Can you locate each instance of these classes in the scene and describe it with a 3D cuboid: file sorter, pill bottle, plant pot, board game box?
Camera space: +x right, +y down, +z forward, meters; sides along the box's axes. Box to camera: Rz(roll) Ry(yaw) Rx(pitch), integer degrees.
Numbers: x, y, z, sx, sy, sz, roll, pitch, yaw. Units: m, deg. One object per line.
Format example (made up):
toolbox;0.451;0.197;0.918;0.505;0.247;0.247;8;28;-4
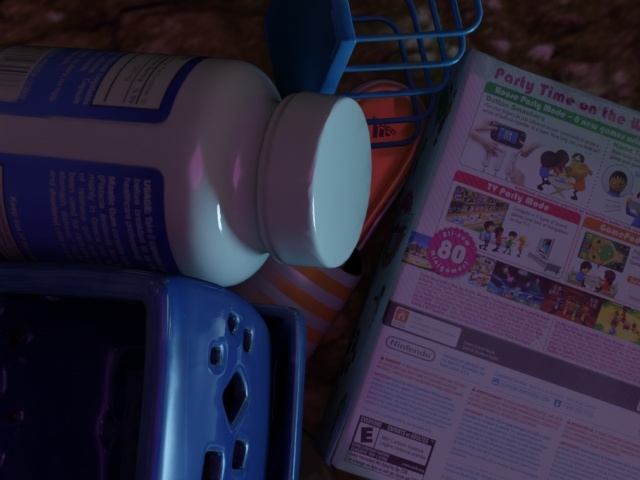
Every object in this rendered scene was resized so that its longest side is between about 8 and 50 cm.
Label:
file sorter;0.033;-0.146;1.228;0.104;0.170;0.118;-4;67;-15
pill bottle;-0.111;-0.048;1.185;0.272;0.152;0.152;6;88;20
plant pot;-0.138;0.136;1.170;0.236;0.212;0.236;2;88;32
board game box;0.151;0.046;1.260;0.224;0.097;0.303;20;88;-6

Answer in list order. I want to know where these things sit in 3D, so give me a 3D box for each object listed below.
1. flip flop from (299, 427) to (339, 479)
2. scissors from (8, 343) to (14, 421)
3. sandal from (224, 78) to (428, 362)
flip flop;-0.019;0.247;1.273;0.112;0.080;0.277;-17;88;-8
scissors;-0.338;0.150;1.266;0.297;0.021;0.109;-37;95;-8
sandal;-0.009;-0.006;1.284;0.102;0.076;0.265;32;85;-5
